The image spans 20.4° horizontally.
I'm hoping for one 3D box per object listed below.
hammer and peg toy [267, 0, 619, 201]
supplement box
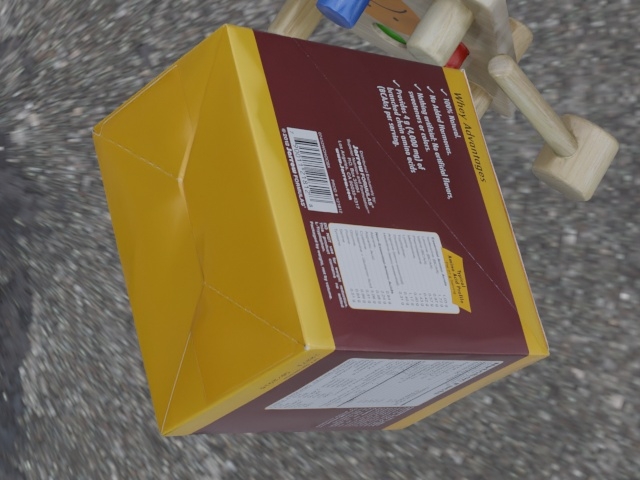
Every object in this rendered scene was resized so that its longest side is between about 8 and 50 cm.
[{"bbox_3d":[0.100,-0.191,1.513,0.361,0.266,0.127,31,81,18],"label":"hammer and peg toy"},{"bbox_3d":[0.000,0.000,1.020,0.194,0.129,0.191,5,62,-44],"label":"supplement box"}]
